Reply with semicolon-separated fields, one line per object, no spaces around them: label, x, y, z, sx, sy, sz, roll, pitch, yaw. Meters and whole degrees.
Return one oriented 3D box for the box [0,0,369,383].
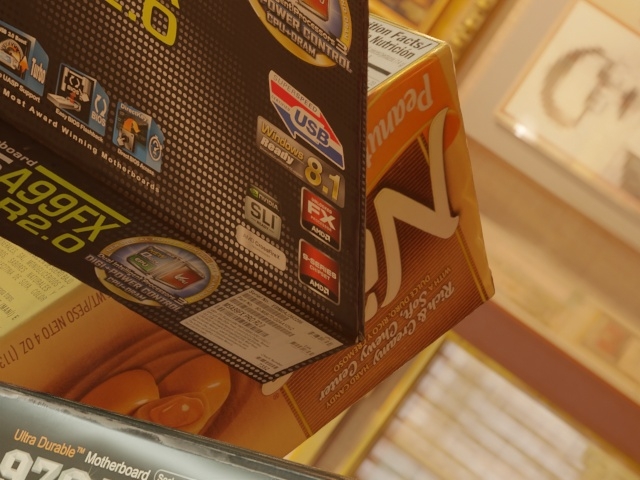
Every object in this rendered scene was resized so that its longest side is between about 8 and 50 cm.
box;-0.087;-0.093;0.595;0.060;0.270;0.216;-26;46;34

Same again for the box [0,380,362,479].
box;-0.050;0.135;0.372;0.051;0.220;0.175;24;-103;-49

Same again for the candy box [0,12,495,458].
candy box;-0.052;0.031;0.796;0.316;0.087;0.183;-35;-48;-25
